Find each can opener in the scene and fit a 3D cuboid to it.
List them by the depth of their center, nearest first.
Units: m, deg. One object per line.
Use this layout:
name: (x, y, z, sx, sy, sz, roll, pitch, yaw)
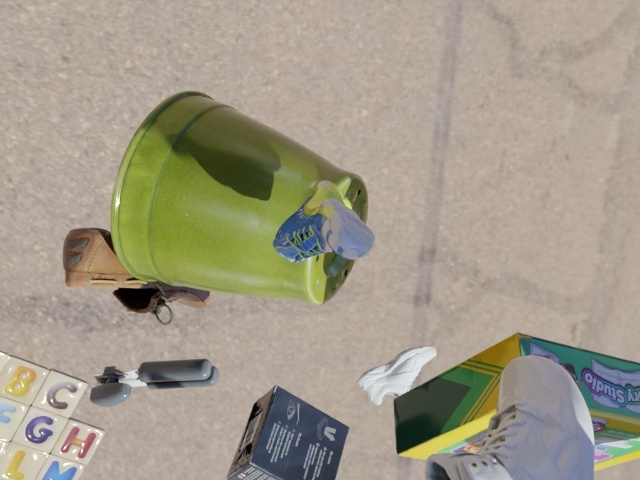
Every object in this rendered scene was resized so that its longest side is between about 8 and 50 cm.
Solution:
can opener: (-0.361, 0.313, 1.771, 0.076, 0.284, 0.095, 60, 30, -52)

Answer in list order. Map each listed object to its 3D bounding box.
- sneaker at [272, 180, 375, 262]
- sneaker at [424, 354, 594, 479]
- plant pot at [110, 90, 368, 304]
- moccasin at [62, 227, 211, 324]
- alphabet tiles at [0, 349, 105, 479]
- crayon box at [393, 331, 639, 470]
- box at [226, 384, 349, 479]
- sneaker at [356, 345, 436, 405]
sneaker: (0.000, 0.000, 1.162, 0.091, 0.240, 0.126, 43, 99, -15)
sneaker: (0.187, 0.219, 0.844, 0.169, 0.292, 0.108, 24, 132, -19)
plant pot: (-0.117, -0.050, 1.472, 0.366, 0.353, 0.366, -49, 148, -45)
moccasin: (-0.352, 0.089, 1.632, 0.380, 0.139, 0.146, 33, 60, -62)
alphabet tiles: (-0.475, 0.311, 1.119, 0.285, 0.011, 0.342, 28, 93, -26)
crayon box: (0.352, 0.276, 1.300, 0.363, 0.313, 0.106, 15, 56, -25)
box: (-0.052, 0.358, 1.391, 0.158, 0.093, 0.156, 32, 45, -12)
sneaker: (0.217, 0.363, 2.194, 0.232, 0.090, 0.115, -27, 80, -10)
